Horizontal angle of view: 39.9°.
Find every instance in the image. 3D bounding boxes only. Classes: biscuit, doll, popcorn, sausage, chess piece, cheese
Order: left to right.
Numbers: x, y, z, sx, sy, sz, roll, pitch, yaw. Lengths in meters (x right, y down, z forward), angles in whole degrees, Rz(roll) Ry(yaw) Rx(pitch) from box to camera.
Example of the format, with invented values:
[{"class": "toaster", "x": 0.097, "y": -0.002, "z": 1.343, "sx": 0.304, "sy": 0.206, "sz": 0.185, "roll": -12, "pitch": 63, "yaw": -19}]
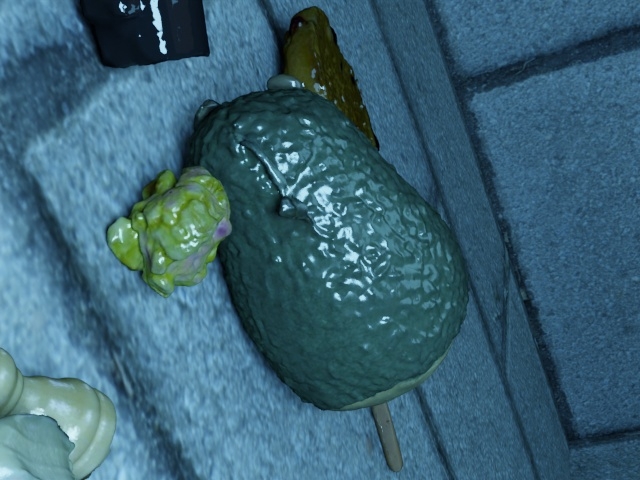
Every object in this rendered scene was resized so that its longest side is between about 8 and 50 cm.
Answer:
[{"class": "cheese", "x": -0.191, "y": 0.130, "z": 0.466, "sx": 0.048, "sy": 0.092, "sz": 0.171, "roll": 56, "pitch": 8, "yaw": 33}, {"class": "chess piece", "x": -0.188, "y": 0.101, "z": 0.543, "sx": 0.122, "sy": 0.066, "sz": 0.066, "roll": 46, "pitch": 35, "yaw": -46}, {"class": "popcorn", "x": -0.122, "y": -0.013, "z": 0.753, "sx": 0.089, "sy": 0.109, "sz": 0.097, "roll": 39, "pitch": -13, "yaw": 0}, {"class": "doll", "x": 0.000, "y": 0.000, "z": 0.900, "sx": 0.350, "sy": 0.247, "sz": 0.247, "roll": 55, "pitch": 27, "yaw": -23}, {"class": "biscuit", "x": 0.011, "y": -0.181, "z": 1.249, "sx": 0.296, "sy": 0.075, "sz": 0.296, "roll": -16, "pitch": 90, "yaw": -75}, {"class": "sausage", "x": 0.093, "y": 0.269, "z": 1.238, "sx": 0.026, "sy": 0.026, "sz": 0.116, "roll": -32, "pitch": 107, "yaw": -69}]

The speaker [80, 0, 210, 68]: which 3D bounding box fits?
[{"class": "speaker", "x": -0.175, "y": -0.305, "z": 0.695, "sx": 0.259, "sy": 0.198, "sz": 0.330, "roll": -69, "pitch": 150, "yaw": -79}]
